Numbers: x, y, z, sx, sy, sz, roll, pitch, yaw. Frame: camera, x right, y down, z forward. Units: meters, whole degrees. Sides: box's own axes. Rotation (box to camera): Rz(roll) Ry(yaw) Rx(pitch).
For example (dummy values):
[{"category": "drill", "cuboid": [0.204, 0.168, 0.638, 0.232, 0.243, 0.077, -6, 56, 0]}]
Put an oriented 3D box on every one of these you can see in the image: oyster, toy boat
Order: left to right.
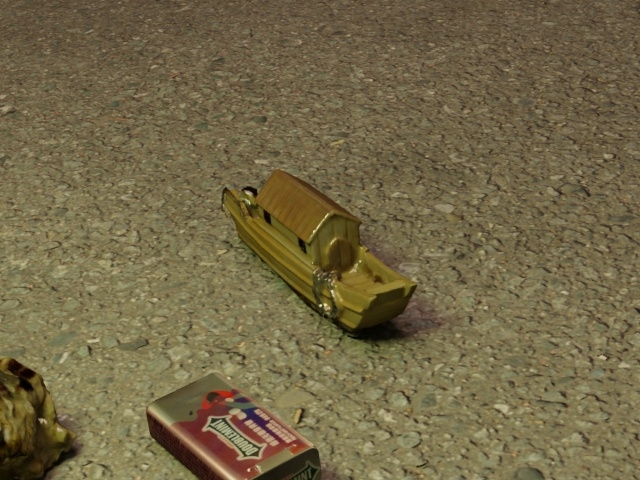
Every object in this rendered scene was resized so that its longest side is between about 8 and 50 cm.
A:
[{"category": "oyster", "cuboid": [-0.458, 0.237, 1.619, 0.198, 0.133, 0.337, 28, 37, 30]}, {"category": "toy boat", "cuboid": [0.000, 0.000, 1.978, 0.136, 0.162, 0.445, -16, 31, -23]}]

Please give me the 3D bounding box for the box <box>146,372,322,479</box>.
[{"category": "box", "cuboid": [-0.110, 0.249, 1.652, 0.120, 0.069, 0.224, -25, 35, -30]}]
